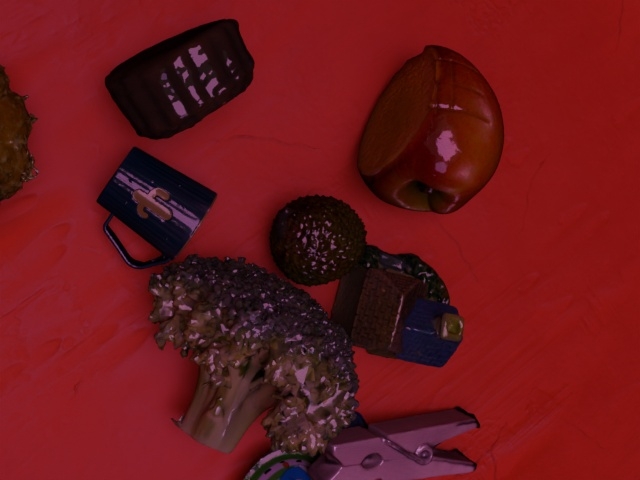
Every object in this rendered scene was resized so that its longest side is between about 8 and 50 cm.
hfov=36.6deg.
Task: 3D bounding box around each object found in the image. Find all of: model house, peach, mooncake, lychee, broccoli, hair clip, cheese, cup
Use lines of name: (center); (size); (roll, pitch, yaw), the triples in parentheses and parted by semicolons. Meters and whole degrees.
model house: (0.150, 0.118, 1.651); (0.214, 0.189, 0.195); (18, 89, -16)
peach: (0.193, -0.187, 1.640); (0.245, 0.248, 0.275); (28, 67, -51)
mooncake: (-0.211, -0.251, 1.507); (0.228, 0.228, 0.124); (-31, 109, -14)
lychee: (0.000, 0.000, 1.616); (0.171, 0.171, 0.171); (-1, 92, -18)
broccoli: (-0.098, 0.183, 1.529); (0.338, 0.277, 0.318); (-2, 100, -14)
hair clip: (0.132, 0.362, 1.675); (0.330, 0.085, 0.101); (0, 106, -32)
cheese: (-0.024, 0.426, 1.659); (0.320, 0.083, 0.204); (-38, 107, -24)
cup: (-0.276, -0.047, 1.546); (0.155, 0.131, 0.176); (36, 92, -11)

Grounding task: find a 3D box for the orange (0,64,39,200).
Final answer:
orange: (-0.569, -0.151, 1.395); (0.300, 0.223, 0.301); (45, 76, -25)
